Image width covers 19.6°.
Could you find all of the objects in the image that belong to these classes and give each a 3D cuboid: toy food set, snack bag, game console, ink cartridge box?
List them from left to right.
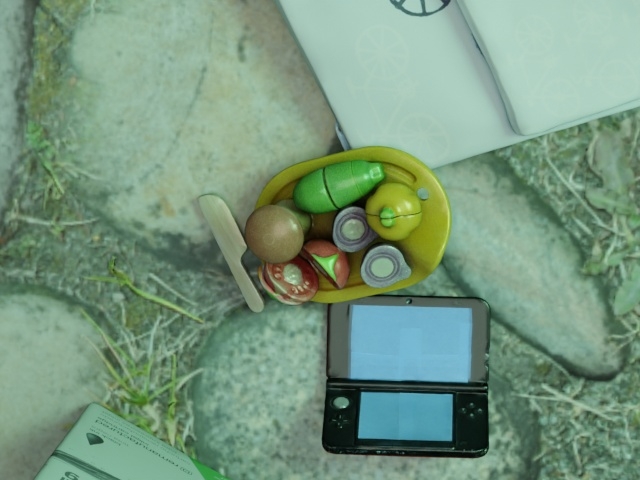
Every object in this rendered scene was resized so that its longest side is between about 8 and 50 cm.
[{"bbox_3d":[-0.153,0.266,1.530,0.211,0.289,0.121,30,100,-2],"label":"ink cartridge box"},{"bbox_3d":[0.000,0.000,1.562,0.218,0.071,0.128,-14,102,21],"label":"toy food set"},{"bbox_3d":[0.074,0.117,1.599,0.144,0.124,0.085,1,126,4],"label":"game console"},{"bbox_3d":[0.101,-0.214,1.467,0.342,0.037,0.323,-16,112,31],"label":"snack bag"}]
